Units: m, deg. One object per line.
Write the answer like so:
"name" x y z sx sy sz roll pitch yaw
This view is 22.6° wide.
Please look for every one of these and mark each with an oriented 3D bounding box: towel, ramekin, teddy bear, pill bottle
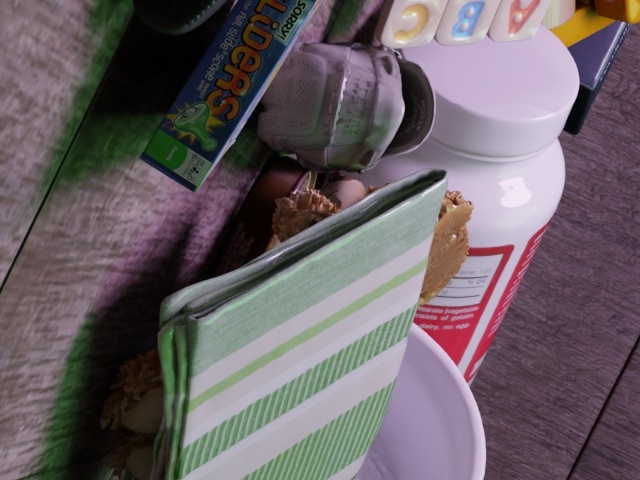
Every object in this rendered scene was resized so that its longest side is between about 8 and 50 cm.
"towel" -0.029 0.113 1.147 0.248 0.038 0.325 -28 145 -34
"ramekin" -0.004 0.191 1.441 0.277 0.277 0.135 -58 179 -40
"teddy bear" -0.037 0.055 1.214 0.338 0.113 0.245 -44 154 -9
"pill bottle" 0.099 -0.023 1.554 0.229 0.229 0.408 -56 170 -47

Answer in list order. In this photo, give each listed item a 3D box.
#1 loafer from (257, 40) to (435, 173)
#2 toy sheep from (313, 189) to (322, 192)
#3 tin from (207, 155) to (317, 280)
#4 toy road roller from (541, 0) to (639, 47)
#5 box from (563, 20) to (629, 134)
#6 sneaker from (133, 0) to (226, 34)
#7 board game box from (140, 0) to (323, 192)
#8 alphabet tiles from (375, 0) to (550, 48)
"loafer" 0.033 -0.098 1.240 0.319 0.111 0.112 -32 134 -78
"toy sheep" 0.000 0.000 1.424 0.091 0.091 0.132 -57 134 -45
"tin" -0.059 0.018 1.337 0.190 0.040 0.106 -64 169 0
"toy road roller" 0.319 -0.311 1.638 0.329 0.240 0.202 -28 124 -33
"box" 0.305 -0.330 2.030 0.293 0.212 0.395 -63 172 0
"sneaker" -0.034 -0.174 0.781 0.089 0.051 0.170 10 103 -79
"board game box" -0.036 -0.105 0.875 0.136 0.035 0.201 -57 -176 11
"alphabet tiles" 0.152 -0.264 1.241 0.284 0.021 0.278 -8 136 -34
